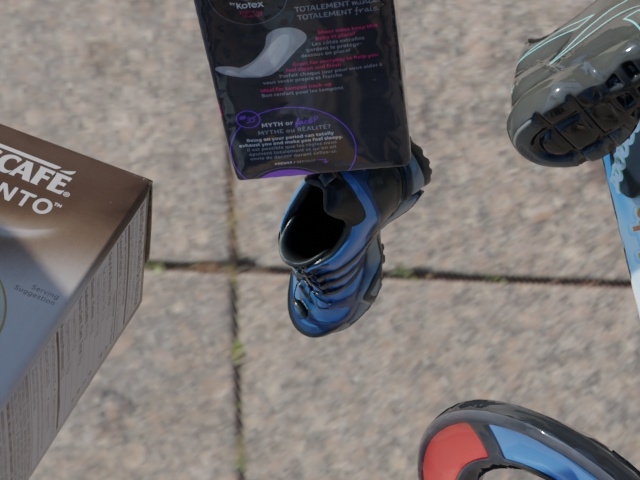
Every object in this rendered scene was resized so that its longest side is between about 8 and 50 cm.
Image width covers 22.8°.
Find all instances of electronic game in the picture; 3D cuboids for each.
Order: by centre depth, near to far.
[{"bbox_3d":[0.148,0.190,0.949,0.229,0.048,0.229,35,148,26],"label":"electronic game"}]

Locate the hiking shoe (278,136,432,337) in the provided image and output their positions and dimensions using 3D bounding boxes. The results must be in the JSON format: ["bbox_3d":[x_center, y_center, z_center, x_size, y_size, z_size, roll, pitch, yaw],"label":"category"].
[{"bbox_3d":[0.000,0.000,1.606,0.113,0.132,0.304,49,143,24],"label":"hiking shoe"}]

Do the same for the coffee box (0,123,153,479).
[{"bbox_3d":[-0.194,0.059,0.733,0.141,0.246,0.098,21,139,9],"label":"coffee box"}]

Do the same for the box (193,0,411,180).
[{"bbox_3d":[-0.015,-0.198,1.369,0.165,0.143,0.270,-5,140,4],"label":"box"}]

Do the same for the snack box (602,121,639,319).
[{"bbox_3d":[0.365,-0.002,1.407,0.187,0.060,0.322,-17,75,21],"label":"snack box"}]

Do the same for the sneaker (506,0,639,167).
[{"bbox_3d":[0.246,-0.150,1.130,0.267,0.101,0.106,-23,46,28],"label":"sneaker"}]
